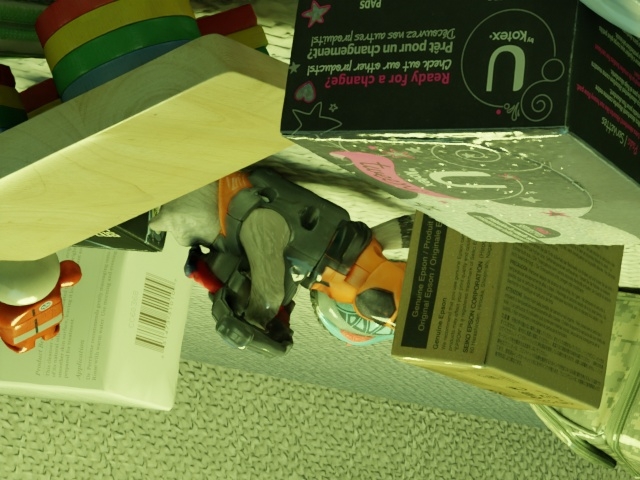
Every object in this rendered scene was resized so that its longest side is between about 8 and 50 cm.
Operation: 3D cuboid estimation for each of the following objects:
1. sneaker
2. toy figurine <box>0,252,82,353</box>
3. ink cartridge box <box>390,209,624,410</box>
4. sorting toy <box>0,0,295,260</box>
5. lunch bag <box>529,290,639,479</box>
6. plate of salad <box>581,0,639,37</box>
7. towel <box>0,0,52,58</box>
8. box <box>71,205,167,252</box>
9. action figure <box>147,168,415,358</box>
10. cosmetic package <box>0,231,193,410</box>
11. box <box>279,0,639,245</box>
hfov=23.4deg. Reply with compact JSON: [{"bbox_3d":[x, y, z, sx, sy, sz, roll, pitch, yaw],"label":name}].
[{"bbox_3d":[0.111,0.063,1.806,0.262,0.104,0.125,10,152,-33],"label":"sneaker"},{"bbox_3d":[-0.287,-0.031,1.250,0.213,0.209,0.148,14,153,1],"label":"toy figurine"},{"bbox_3d":[0.160,0.025,1.246,0.088,0.193,0.235,3,168,33],"label":"ink cartridge box"},{"bbox_3d":[-0.141,-0.077,0.958,0.255,0.089,0.257,-23,173,14],"label":"sorting toy"},{"bbox_3d":[0.370,0.172,1.871,0.256,0.212,0.305,21,174,23],"label":"lunch bag"},{"bbox_3d":[0.173,-0.150,0.630,0.200,0.048,0.200,17,144,12],"label":"plate of salad"},{"bbox_3d":[-0.318,-0.138,0.996,0.325,0.038,0.248,4,-174,27],"label":"towel"},{"bbox_3d":[-0.253,-0.046,1.477,0.180,0.077,0.147,4,168,19],"label":"box"},{"bbox_3d":[0.000,0.000,1.488,0.330,0.178,0.341,17,-166,-13],"label":"action figure"},{"bbox_3d":[-0.356,0.075,1.818,0.385,0.217,0.156,4,168,27],"label":"cosmetic package"},{"bbox_3d":[0.111,-0.087,0.845,0.163,0.142,0.247,1,167,30],"label":"box"}]
